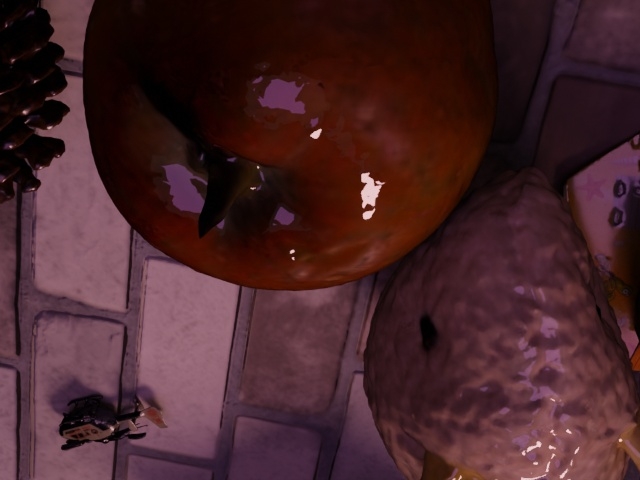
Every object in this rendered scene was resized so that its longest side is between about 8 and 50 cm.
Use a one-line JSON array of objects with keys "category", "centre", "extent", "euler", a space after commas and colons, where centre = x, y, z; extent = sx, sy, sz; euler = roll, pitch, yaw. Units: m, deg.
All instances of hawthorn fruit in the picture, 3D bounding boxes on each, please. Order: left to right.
[{"category": "hawthorn fruit", "centre": [-0.018, -0.092, 0.649], "extent": [0.268, 0.301, 0.267], "euler": [5, 125, 7]}]

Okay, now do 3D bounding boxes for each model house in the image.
[{"category": "model house", "centre": [0.284, 0.030, 0.744], "extent": [0.219, 0.136, 0.207], "euler": [6, 106, 9]}]

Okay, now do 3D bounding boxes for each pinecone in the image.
[{"category": "pinecone", "centre": [-0.261, -0.103, 0.767], "extent": [0.163, 0.163, 0.165], "euler": [-5, 133, 11]}]

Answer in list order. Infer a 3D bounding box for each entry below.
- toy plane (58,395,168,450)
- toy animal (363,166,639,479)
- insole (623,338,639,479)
[{"category": "toy plane", "centre": [-0.206, 0.174, 0.987], "extent": [0.121, 0.031, 0.049], "euler": [-16, 122, 19]}, {"category": "toy animal", "centre": [0.130, 0.114, 0.764], "extent": [0.188, 0.226, 0.358], "euler": [-15, 155, 0]}, {"category": "insole", "centre": [0.240, 0.129, 0.850], "extent": [0.063, 0.010, 0.192], "euler": [5, 88, 21]}]
